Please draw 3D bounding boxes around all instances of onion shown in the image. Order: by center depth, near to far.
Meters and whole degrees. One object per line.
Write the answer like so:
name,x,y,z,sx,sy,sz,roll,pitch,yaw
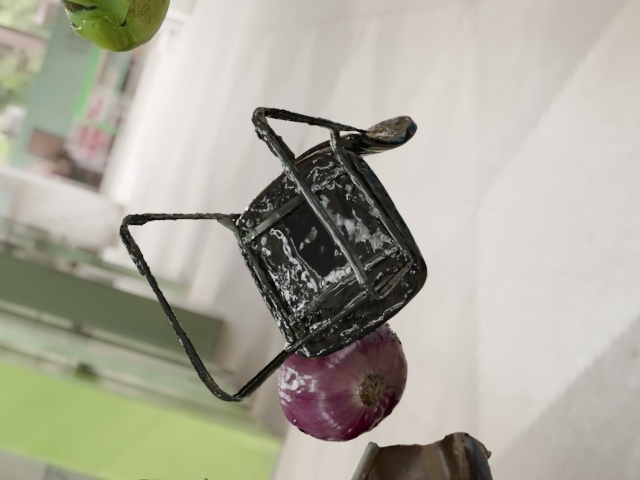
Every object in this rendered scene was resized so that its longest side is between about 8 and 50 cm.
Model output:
onion,0.014,0.109,1.553,0.104,0.115,0.115,9,80,49

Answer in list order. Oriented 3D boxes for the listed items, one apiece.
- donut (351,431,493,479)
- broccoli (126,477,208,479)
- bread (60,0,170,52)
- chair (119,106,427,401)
donut,0.087,0.330,1.651,0.345,0.136,0.259,102,163,-70
broccoli,-0.174,0.337,1.999,0.198,0.226,0.176,81,-150,-48
bread,-0.164,-0.216,1.463,0.139,0.071,0.130,34,-111,-65
chair,0.000,0.000,1.276,0.140,0.145,0.221,-37,-11,26
